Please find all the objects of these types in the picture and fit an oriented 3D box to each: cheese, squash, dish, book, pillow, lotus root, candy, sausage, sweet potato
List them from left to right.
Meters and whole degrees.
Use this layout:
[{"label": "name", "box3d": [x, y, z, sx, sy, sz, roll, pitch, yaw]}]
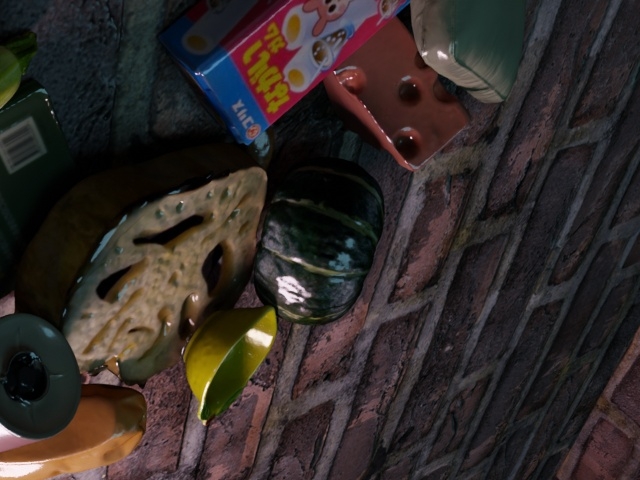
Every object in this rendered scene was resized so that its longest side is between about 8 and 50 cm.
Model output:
[{"label": "book", "box3d": [-0.438, 0.005, 1.078, 0.371, 0.043, 0.260, -35, 145, -22]}, {"label": "squash", "box3d": [-0.364, -0.153, 0.968, 0.200, 0.090, 0.075, -43, 159, -17]}, {"label": "sausage", "box3d": [-0.359, 0.264, 1.324, 0.241, 0.120, 0.136, -11, 167, -6]}, {"label": "lotus root", "box3d": [-0.216, 0.028, 1.263, 0.375, 0.111, 0.390, -45, 154, -4]}, {"label": "dish", "box3d": [-0.142, 0.161, 1.367, 0.207, 0.080, 0.149, -59, 159, 12]}, {"label": "sweet potato", "box3d": [-0.085, -0.148, 1.314, 0.049, 0.049, 0.117, -17, 130, -38]}, {"label": "candy", "box3d": [-0.036, -0.278, 1.185, 0.306, 0.100, 0.157, -43, 148, -7]}, {"label": "squash", "box3d": [0.000, 0.000, 1.403, 0.252, 0.165, 0.252, 17, 90, -89]}, {"label": "cheese", "box3d": [0.078, -0.221, 1.312, 0.128, 0.203, 0.177, -41, 132, -6]}, {"label": "pillow", "box3d": [0.198, -0.329, 1.269, 0.322, 0.120, 0.255, 9, 82, -67]}]

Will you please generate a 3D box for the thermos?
[{"label": "thermos", "box3d": [-0.432, 0.197, 1.116, 0.265, 0.146, 0.176, -22, -167, 28]}]
